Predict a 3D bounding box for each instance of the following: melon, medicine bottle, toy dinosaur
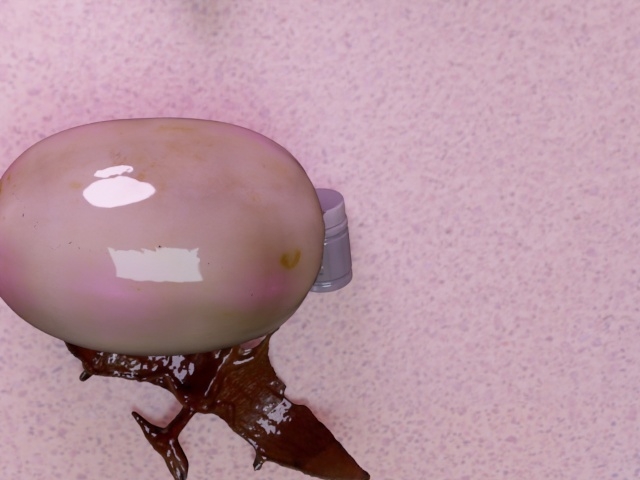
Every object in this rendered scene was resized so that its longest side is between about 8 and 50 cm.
[{"bbox_3d":[-0.146,-0.003,1.478,0.317,0.223,0.223,-2,117,-14],"label":"melon"},{"bbox_3d":[0.000,0.000,1.601,0.058,0.058,0.091,-10,118,-6],"label":"medicine bottle"},{"bbox_3d":[-0.120,0.153,1.626,0.206,0.113,0.327,-31,116,5],"label":"toy dinosaur"}]
